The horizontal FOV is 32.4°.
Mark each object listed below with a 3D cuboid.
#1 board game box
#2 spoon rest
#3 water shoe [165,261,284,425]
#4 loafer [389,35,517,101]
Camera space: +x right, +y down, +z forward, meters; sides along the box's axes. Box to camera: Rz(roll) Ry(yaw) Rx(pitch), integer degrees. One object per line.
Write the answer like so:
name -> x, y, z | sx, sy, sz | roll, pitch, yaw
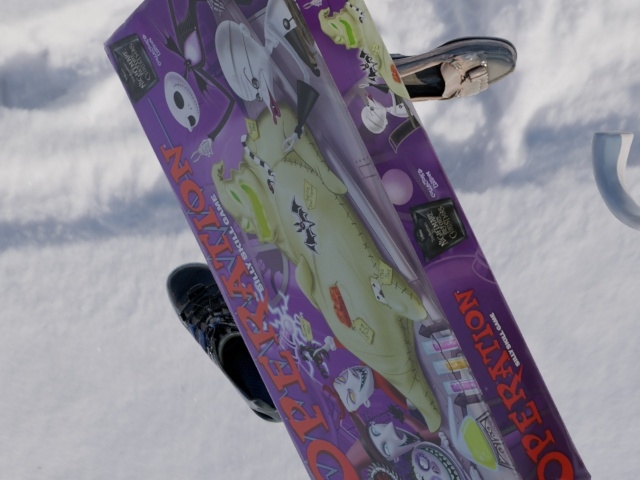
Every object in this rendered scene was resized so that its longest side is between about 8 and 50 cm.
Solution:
board game box -> 0.000, 0.000, 0.636 | 0.056, 0.208, 0.347 | -27, 91, -29
spoon rest -> 0.381, -0.031, 1.162 | 0.137, 0.276, 0.084 | -2, 117, -24
water shoe -> -0.084, 0.089, 1.078 | 0.073, 0.080, 0.203 | -41, 69, -6
loafer -> 0.081, -0.117, 0.800 | 0.125, 0.045, 0.039 | -7, 38, 10
